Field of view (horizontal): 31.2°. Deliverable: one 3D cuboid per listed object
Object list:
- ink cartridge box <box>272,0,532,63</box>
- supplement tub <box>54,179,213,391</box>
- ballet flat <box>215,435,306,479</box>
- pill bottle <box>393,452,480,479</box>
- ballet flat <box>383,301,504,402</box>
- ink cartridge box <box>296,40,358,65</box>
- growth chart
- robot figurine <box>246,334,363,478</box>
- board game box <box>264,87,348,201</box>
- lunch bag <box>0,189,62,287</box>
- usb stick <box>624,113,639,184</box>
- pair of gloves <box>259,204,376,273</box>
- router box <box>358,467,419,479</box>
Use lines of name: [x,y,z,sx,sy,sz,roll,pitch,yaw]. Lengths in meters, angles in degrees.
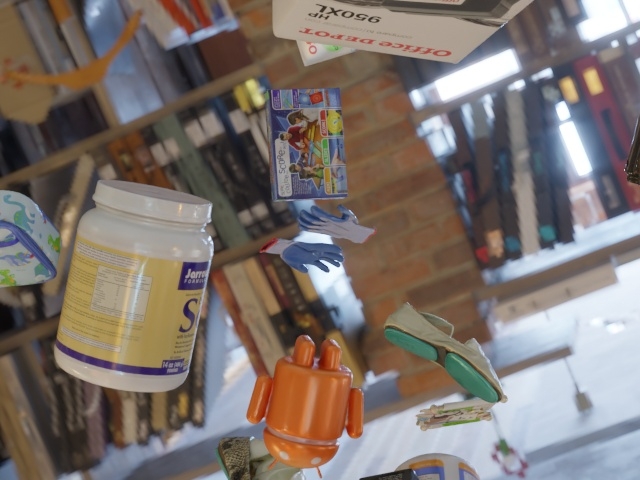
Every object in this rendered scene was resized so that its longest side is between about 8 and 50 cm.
ink cartridge box: [0.127,-0.378,1.433,0.286,0.166,0.395,6,166,-17]
supplement tub: [-0.320,0.076,2.004,0.241,0.331,0.241,12,-173,-2]
ballet flat: [-0.109,0.501,2.299,0.182,0.164,0.483,-35,-164,5]
pill bottle: [0.187,0.482,1.791,0.152,0.152,0.272,-22,-143,19]
ballet flat: [0.229,0.189,2.011,0.086,0.248,0.086,-50,161,-24]
ink cartridge box: [0.069,-0.493,2.344,0.270,0.198,0.197,-17,-168,6]
growth chart: [0.262,0.327,2.174,0.172,0.021,0.237,-9,162,-5]
robot figurine: [-0.018,0.264,1.809,0.128,0.219,0.158,14,-175,43]
board game box: [-0.026,-0.173,2.069,0.136,0.201,0.035,-3,176,-13]
lunch bag: [-0.516,0.001,1.721,0.219,0.090,0.176,-5,146,13]
usb stick: [0.435,-0.205,1.422,0.045,0.277,0.077,21,-161,28]
pair of gloves: [0.000,0.000,1.995,0.159,0.023,0.198,16,141,-35]
router box: [0.131,0.486,1.471,0.081,0.308,0.243,-16,-146,21]
